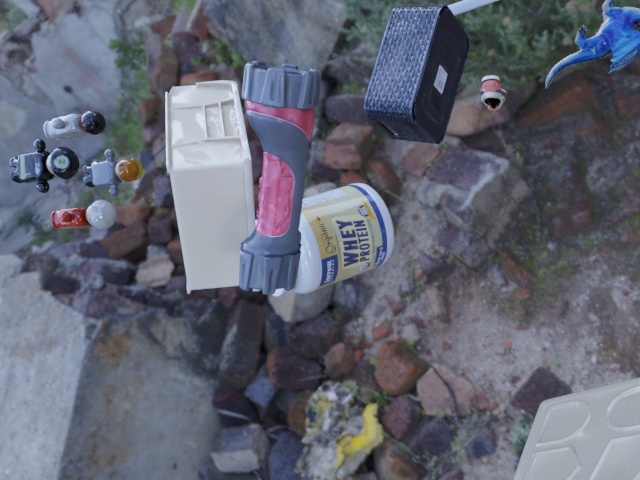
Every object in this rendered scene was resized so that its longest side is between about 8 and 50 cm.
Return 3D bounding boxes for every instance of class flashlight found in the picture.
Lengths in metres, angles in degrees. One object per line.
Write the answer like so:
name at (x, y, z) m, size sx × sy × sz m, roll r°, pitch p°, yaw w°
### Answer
flashlight at (-0.065, -0.079, 0.880) m, size 0.103 × 0.304 × 0.103 m, roll 9°, pitch 18°, yaw 2°

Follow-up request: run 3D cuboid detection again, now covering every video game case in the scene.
video game case at (0.242, -0.457, 1.329) m, size 0.212 × 0.023 × 0.193 m, roll -17°, pitch 16°, yaw 9°

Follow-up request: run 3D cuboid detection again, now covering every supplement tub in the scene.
supplement tub at (0.000, 0.000, 1.643) m, size 0.316 × 0.229 × 0.228 m, roll -19°, pitch 23°, yaw -26°

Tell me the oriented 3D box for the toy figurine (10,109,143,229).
toy figurine at (-0.477, -0.141, 1.318) m, size 0.148 × 0.213 × 0.210 m, roll -5°, pitch 42°, yaw 26°

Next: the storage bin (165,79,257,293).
storage bin at (-0.180, -0.092, 1.104) m, size 0.123 × 0.262 × 0.260 m, roll -6°, pitch 41°, yaw -8°

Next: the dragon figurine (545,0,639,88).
dragon figurine at (0.601, -0.398, 1.339) m, size 0.144 × 0.085 × 0.289 m, roll 46°, pitch 104°, yaw 15°

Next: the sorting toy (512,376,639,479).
sorting toy at (0.369, 0.236, 0.773) m, size 0.307 × 0.041 × 0.229 m, roll -31°, pitch 7°, yaw 45°

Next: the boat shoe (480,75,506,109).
boat shoe at (0.337, -0.278, 1.286) m, size 0.049 × 0.137 × 0.043 m, roll -4°, pitch 81°, yaw 19°

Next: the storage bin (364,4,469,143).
storage bin at (0.148, -0.249, 0.994) m, size 0.084 × 0.122 × 0.180 m, roll 12°, pitch 83°, yaw 34°
